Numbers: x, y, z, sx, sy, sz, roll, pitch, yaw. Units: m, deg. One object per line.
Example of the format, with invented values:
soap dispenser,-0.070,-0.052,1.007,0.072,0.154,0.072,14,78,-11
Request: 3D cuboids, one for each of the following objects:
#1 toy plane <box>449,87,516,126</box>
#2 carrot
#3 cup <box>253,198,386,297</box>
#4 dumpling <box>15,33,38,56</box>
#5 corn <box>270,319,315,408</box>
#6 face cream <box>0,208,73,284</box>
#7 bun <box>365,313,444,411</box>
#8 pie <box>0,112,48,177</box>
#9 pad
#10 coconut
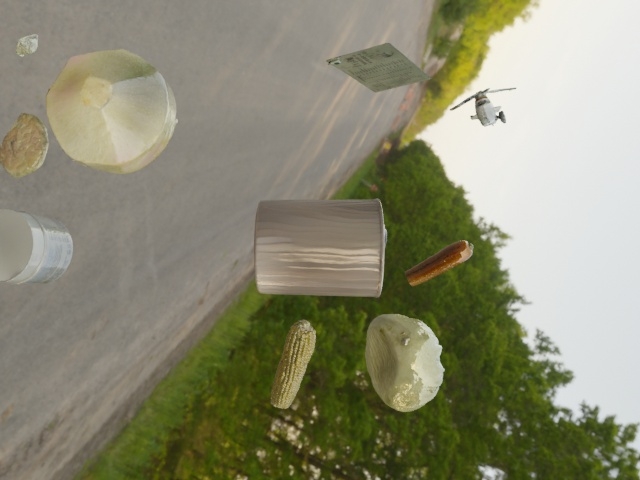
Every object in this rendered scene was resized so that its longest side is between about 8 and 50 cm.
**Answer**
toy plane,0.467,-0.358,1.655,0.273,0.181,0.107,49,25,-82
carrot,0.365,0.069,1.768,0.225,0.067,0.067,-33,-169,25
cup,0.000,-0.011,1.257,0.208,0.273,0.288,92,-2,-54
dumpling,-0.871,-0.578,1.719,0.057,0.076,0.052,-74,151,-55
corn,-0.079,0.362,1.680,0.086,0.086,0.288,-55,164,-71
face cream,-0.723,0.019,1.416,0.177,0.177,0.153,-63,167,1
bun,0.223,0.309,1.482,0.259,0.159,0.259,180,-90,-71
pie,-0.972,-0.305,1.907,0.218,0.185,0.052,-56,155,5
pad,0.146,-0.404,1.383,0.265,0.159,0.009,6,79,-59
coconut,-0.571,-0.356,1.601,0.353,0.352,0.352,-63,177,-5
